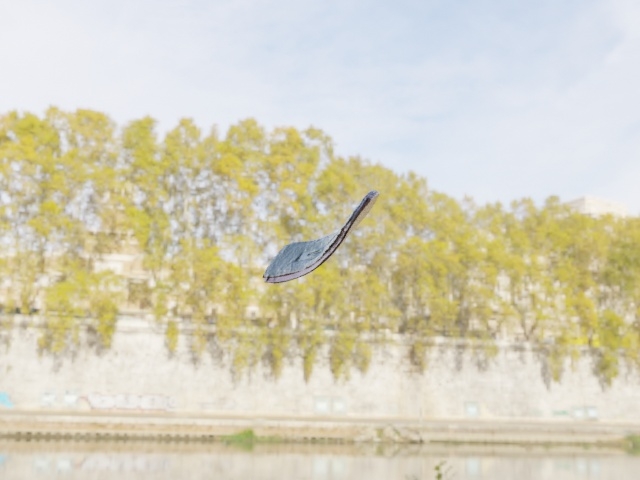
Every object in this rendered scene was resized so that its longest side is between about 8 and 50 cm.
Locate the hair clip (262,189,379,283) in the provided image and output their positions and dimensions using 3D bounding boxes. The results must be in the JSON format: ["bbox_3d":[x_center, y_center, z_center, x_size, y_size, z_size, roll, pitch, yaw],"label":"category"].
[{"bbox_3d":[0.001,0.001,0.614,0.022,0.054,0.137,48,-42,-9],"label":"hair clip"}]
